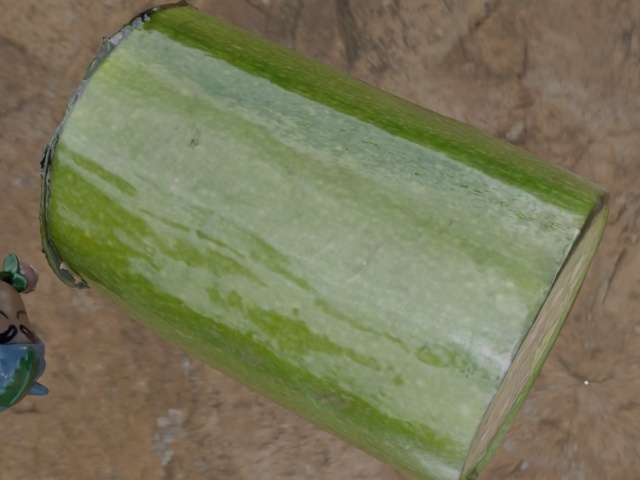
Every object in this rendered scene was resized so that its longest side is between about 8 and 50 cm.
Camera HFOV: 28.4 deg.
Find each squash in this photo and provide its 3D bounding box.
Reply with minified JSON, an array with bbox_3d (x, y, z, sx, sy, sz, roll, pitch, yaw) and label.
[{"bbox_3d":[0.000,0.000,0.989,0.384,0.263,0.263,26,90,17],"label":"squash"}]

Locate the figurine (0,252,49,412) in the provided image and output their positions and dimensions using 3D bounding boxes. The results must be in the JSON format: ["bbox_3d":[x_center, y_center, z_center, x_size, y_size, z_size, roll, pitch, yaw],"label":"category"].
[{"bbox_3d":[-0.314,0.072,1.103,0.178,0.114,0.145,14,80,30],"label":"figurine"}]
